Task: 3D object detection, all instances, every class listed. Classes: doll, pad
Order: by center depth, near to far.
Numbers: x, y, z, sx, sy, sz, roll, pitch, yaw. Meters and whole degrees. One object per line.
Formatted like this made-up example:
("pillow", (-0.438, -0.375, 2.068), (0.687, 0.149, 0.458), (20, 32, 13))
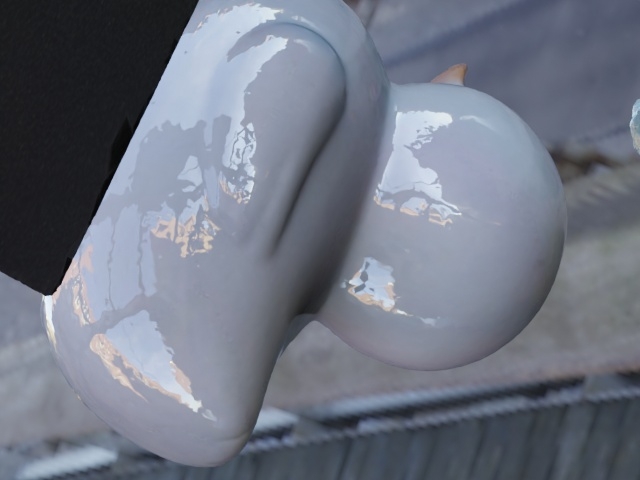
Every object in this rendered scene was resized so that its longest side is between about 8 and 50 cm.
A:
("pad", (-0.052, -0.091, 0.557), (0.211, 0.003, 0.143), (-65, -16, -6))
("doll", (0.000, 0.000, 0.901), (0.221, 0.221, 0.251), (-39, 16, 51))

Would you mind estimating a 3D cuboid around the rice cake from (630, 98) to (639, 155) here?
("rice cake", (0.254, -0.075, 0.927), (0.245, 0.045, 0.042), (-11, 97, 40))
